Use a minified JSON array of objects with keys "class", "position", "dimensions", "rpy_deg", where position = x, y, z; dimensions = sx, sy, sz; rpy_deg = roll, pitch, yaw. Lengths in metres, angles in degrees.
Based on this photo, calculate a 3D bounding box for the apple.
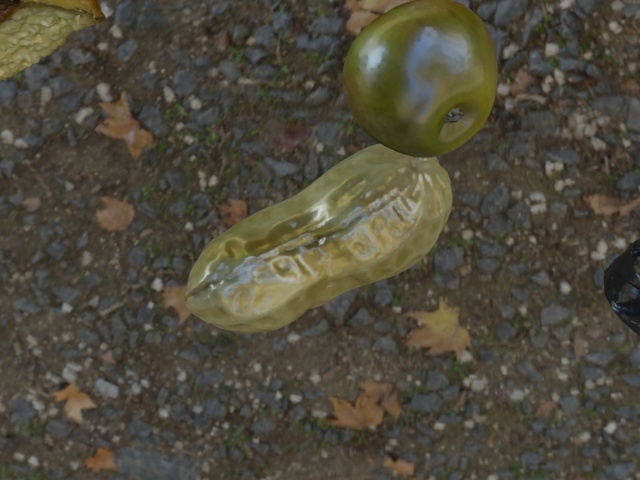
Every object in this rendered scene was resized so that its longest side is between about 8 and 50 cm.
[{"class":"apple","position":[0.058,-0.092,0.481],"dimensions":[0.090,0.074,0.089],"rpy_deg":[-23,145,-17]}]

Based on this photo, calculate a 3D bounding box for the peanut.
[{"class":"peanut","position":[0.000,0.000,0.888],"dimensions":[0.306,0.147,0.147],"rpy_deg":[-27,117,-6]}]

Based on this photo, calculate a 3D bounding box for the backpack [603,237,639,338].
[{"class":"backpack","position":[0.372,0.074,0.891],"dimensions":[0.165,0.120,0.105],"rpy_deg":[33,123,1]}]

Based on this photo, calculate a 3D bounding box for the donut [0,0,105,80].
[{"class":"donut","position":[-0.314,-0.190,0.571],"dimensions":[0.112,0.295,0.151],"rpy_deg":[-46,68,26]}]
